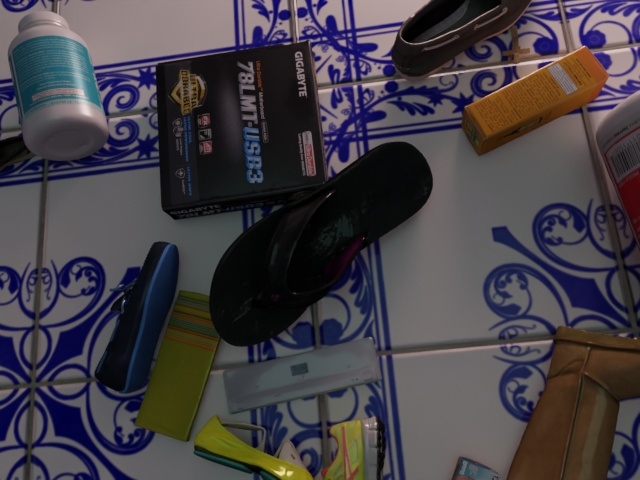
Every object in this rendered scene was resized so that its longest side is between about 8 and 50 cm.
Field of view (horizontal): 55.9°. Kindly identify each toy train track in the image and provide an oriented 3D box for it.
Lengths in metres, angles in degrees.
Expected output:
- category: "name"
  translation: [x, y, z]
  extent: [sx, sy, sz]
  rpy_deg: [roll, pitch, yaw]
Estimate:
- category: "toy train track"
  translation: [0.355, -0.355, 1.101]
  extent: [0.048, 0.014, 0.083]
  rpy_deg: [-2, 68, 14]

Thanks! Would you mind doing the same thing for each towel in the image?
- category: "towel"
  translation: [-0.228, 0.205, 1.012]
  extent: [0.102, 0.021, 0.237]
  rpy_deg: [12, 77, 17]

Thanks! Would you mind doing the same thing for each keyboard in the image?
- category: "keyboard"
  translation: [-0.032, 0.220, 0.985]
  extent: [0.256, 0.014, 0.072]
  rpy_deg: [-13, 67, 3]

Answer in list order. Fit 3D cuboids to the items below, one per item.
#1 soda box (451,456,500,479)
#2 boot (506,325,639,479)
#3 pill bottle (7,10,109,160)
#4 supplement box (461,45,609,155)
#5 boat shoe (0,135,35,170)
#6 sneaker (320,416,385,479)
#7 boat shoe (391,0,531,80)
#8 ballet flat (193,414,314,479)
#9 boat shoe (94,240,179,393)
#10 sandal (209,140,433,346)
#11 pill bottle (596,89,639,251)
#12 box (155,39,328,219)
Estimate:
- category: "soda box"
  translation: [0.200, 0.410, 0.870]
  extent: [0.058, 0.063, 0.183]
  rpy_deg: [20, 77, 13]
- category: "boot"
  translation: [0.399, 0.270, 0.838]
  extent: [0.236, 0.089, 0.269]
  rpy_deg: [3, 66, 52]
- category: "pill bottle"
  translation: [-0.493, -0.293, 1.125]
  extent: [0.146, 0.146, 0.264]
  rpy_deg: [-19, 73, 2]
- category: "supplement box"
  translation: [0.361, -0.236, 1.031]
  extent: [0.233, 0.078, 0.080]
  rpy_deg: [-28, 72, -2]
- category: "boat shoe"
  translation: [-0.620, -0.165, 1.154]
  extent: [0.152, 0.049, 0.056]
  rpy_deg: [-26, 73, 0]
- category: "sneaker"
  translation: [0.046, 0.371, 0.901]
  extent: [0.094, 0.081, 0.208]
  rpy_deg: [-2, 67, 14]
- category: "boat shoe"
  translation: [0.269, -0.415, 1.083]
  extent: [0.335, 0.095, 0.112]
  rpy_deg: [-38, 68, -5]
- category: "ballet flat"
  translation: [-0.085, 0.334, 0.929]
  extent: [0.231, 0.077, 0.077]
  rpy_deg: [19, 61, 14]
- category: "boat shoe"
  translation: [-0.313, 0.119, 1.003]
  extent: [0.089, 0.109, 0.258]
  rpy_deg: [13, 74, 15]
- category: "sandal"
  translation: [0.000, -0.003, 0.963]
  extent: [0.446, 0.107, 0.167]
  rpy_deg: [-42, 105, -6]
- category: "pill bottle"
  translation: [0.575, -0.023, 0.861]
  extent: [0.229, 0.229, 0.407]
  rpy_deg: [-14, 73, 3]
- category: "box"
  translation: [-0.143, -0.201, 1.093]
  extent: [0.293, 0.073, 0.295]
  rpy_deg: [-7, 74, 6]
